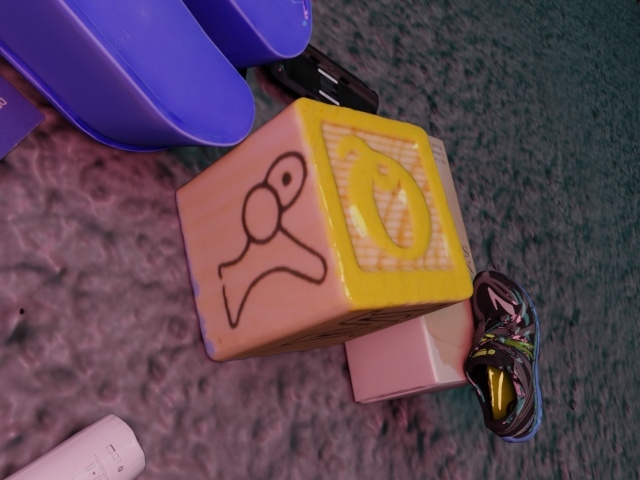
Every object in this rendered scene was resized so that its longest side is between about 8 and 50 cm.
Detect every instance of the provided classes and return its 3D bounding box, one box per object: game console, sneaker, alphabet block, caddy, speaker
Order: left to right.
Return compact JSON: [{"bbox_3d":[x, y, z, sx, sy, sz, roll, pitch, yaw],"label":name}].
[{"bbox_3d":[-0.193,0.181,0.452,0.136,0.055,0.055,-30,92,-49],"label":"speaker"},{"bbox_3d":[-0.165,-0.229,0.552,0.241,0.179,0.341,-61,138,-23],"label":"caddy"},{"bbox_3d":[-0.057,-0.226,0.812,0.361,0.044,0.213,26,53,-33],"label":"game console"},{"bbox_3d":[0.000,0.000,0.636,0.193,0.197,0.193,-1,71,-46],"label":"alphabet block"},{"bbox_3d":[0.194,0.117,0.688,0.078,0.067,0.188,26,56,-45],"label":"sneaker"}]

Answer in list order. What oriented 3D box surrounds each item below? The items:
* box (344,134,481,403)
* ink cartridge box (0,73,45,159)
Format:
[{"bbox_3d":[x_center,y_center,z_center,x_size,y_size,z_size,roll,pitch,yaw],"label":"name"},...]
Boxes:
[{"bbox_3d":[0.099,0.028,0.781,0.148,0.121,0.311,6,67,-46],"label":"box"},{"bbox_3d":[-0.378,-0.123,0.411,0.307,0.072,0.304,43,44,-19],"label":"ink cartridge box"}]
